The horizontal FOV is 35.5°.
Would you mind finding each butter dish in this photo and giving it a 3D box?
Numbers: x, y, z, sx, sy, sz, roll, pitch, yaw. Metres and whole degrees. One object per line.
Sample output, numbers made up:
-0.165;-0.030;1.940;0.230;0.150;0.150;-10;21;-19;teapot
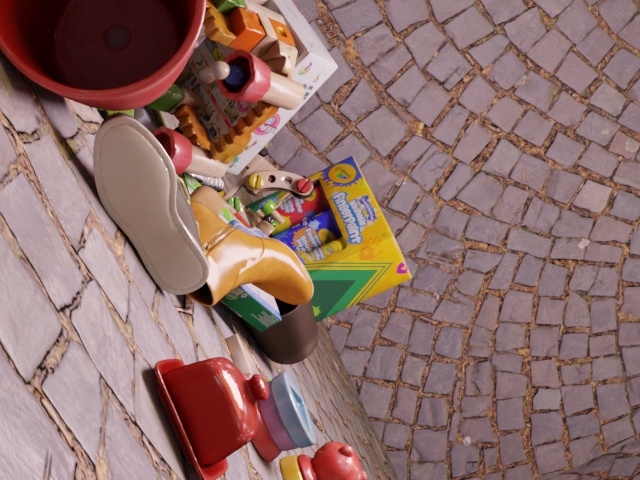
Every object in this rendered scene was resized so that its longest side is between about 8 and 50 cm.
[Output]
-0.121;0.203;1.247;0.160;0.118;0.160;65;3;7;butter dish

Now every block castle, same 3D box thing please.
-0.247;-0.365;1.827;0.213;0.303;0.453;13;46;-51;block castle

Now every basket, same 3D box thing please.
-0.088;0.147;2.062;0.204;0.154;0.227;35;-21;34;basket

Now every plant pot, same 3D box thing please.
-0.283;-0.293;1.327;0.243;0.275;0.275;129;-64;-84;plant pot

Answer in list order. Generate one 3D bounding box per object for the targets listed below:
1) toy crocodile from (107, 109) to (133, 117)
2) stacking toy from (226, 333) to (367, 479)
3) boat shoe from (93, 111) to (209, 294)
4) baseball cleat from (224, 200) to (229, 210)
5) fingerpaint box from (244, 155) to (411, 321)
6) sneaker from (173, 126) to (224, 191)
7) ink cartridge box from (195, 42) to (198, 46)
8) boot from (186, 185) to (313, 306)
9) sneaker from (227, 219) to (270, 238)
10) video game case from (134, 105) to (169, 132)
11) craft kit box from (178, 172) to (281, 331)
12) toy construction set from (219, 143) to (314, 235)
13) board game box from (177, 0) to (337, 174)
-0.342;-0.317;1.554;0.115;0.105;0.340;-113;-173;-49;toy crocodile
-0.041;0.304;1.767;0.279;0.130;0.309;-111;176;-49;stacking toy
-0.243;-0.059;1.417;0.091;0.109;0.305;-112;-178;-52;boat shoe
-0.234;-0.061;2.149;0.109;0.072;0.206;51;-8;24;baseball cleat
0.000;0.000;2.732;0.445;0.371;0.163;-110;174;-55;fingerpaint box
-0.256;-0.167;2.032;0.228;0.086;0.132;44;36;-81;sneaker
-0.397;-0.536;2.417;0.176;0.128;0.127;64;3;5;ink cartridge box
-0.144;0.055;1.656;0.295;0.104;0.211;44;31;-14;boot
-0.110;0.017;1.870;0.081;0.080;0.211;65;13;24;sneaker
-0.361;-0.291;2.024;0.227;0.026;0.206;65;3;22;video game case
-0.186;0.019;1.880;0.250;0.061;0.247;46;19;-48;craft kit box
-0.183;-0.121;2.395;0.237;0.257;0.309;48;15;-4;toy construction set
-0.141;-0.314;1.931;0.097;0.303;0.224;14;39;-52;board game box
